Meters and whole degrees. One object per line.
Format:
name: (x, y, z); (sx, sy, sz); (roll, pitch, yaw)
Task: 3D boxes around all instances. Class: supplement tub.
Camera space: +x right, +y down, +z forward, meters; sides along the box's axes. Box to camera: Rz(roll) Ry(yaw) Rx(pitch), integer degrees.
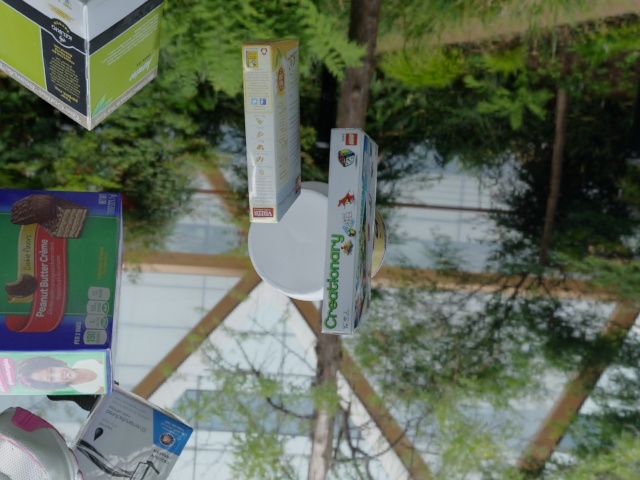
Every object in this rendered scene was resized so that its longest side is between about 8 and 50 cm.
supplement tub: (0.000, 0.000, 1.495); (0.240, 0.241, 0.331); (6, -177, 14)

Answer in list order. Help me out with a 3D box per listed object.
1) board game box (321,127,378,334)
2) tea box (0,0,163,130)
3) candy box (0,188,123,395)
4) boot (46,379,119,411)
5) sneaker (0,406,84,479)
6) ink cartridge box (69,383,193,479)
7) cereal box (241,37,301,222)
board game box: (0.050, -0.015, 1.141); (0.053, 0.306, 0.193); (3, -179, 11)
tea box: (-0.491, -0.449, 1.337); (0.329, 0.324, 0.220); (34, -125, 5)
candy box: (-0.423, 0.059, 0.915); (0.316, 0.122, 0.268); (1, -133, -13)
boot: (-0.428, 0.294, 1.418); (0.197, 0.077, 0.137); (5, 172, 35)
sneaker: (-0.288, 0.263, 0.610); (0.102, 0.252, 0.111); (23, -164, 8)
ink cartridge box: (-0.312, 0.344, 1.096); (0.148, 0.203, 0.086); (31, 167, -17)
cereal box: (-0.065, -0.161, 1.012); (0.047, 0.240, 0.173); (3, -163, 9)
